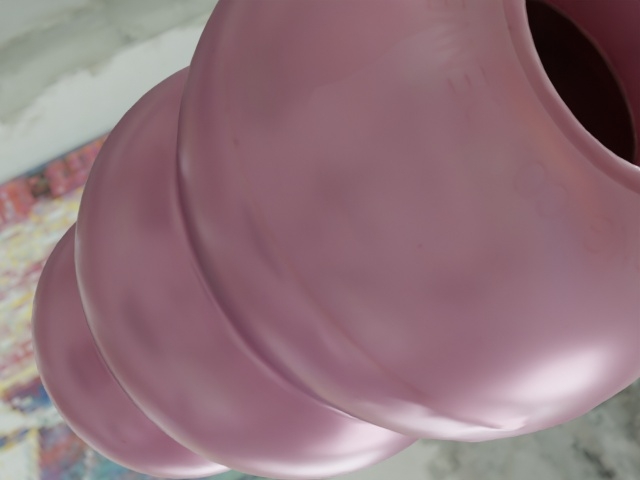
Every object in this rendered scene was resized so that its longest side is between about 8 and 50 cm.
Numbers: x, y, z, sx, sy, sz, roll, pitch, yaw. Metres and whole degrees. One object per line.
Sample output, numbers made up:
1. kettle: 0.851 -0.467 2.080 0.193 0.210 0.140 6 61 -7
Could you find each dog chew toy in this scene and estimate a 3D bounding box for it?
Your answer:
1. dog chew toy: 0.000 0.000 0.674 0.332 0.207 0.206 -32 -92 45
